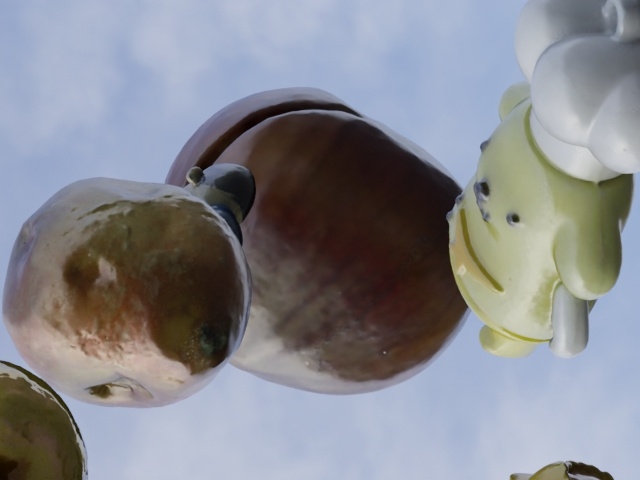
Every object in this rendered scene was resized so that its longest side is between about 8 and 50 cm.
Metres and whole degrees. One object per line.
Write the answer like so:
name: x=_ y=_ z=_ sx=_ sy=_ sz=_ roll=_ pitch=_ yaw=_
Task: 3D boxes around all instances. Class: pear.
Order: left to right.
pear: x=-0.251 y=0.163 z=1.201 sx=0.178 sy=0.178 sz=0.178 roll=25 pitch=-123 yaw=-46

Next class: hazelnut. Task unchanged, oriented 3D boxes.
hazelnut: x=0.000 y=0.000 z=2.087 sx=0.409 sy=0.359 sz=0.359 roll=26 pitch=-134 yaw=0

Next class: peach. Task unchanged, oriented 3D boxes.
peach: x=-0.163 y=0.049 z=1.489 sx=0.214 sy=0.235 sz=0.214 roll=-11 pitch=-74 yaw=-42

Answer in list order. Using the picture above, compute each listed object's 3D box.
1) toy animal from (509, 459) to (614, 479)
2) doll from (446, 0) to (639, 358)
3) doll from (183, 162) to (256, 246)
toy animal: x=0.222 y=0.303 z=1.580 sx=0.156 sy=0.156 sz=0.230 roll=63 pitch=-149 yaw=-14
doll: x=0.088 y=-0.027 z=0.630 sx=0.062 sy=0.162 sz=0.106 roll=-2 pitch=-131 yaw=-19
doll: x=-0.117 y=-0.019 z=1.830 sx=0.102 sy=0.089 sz=0.179 roll=58 pitch=-146 yaw=-35
